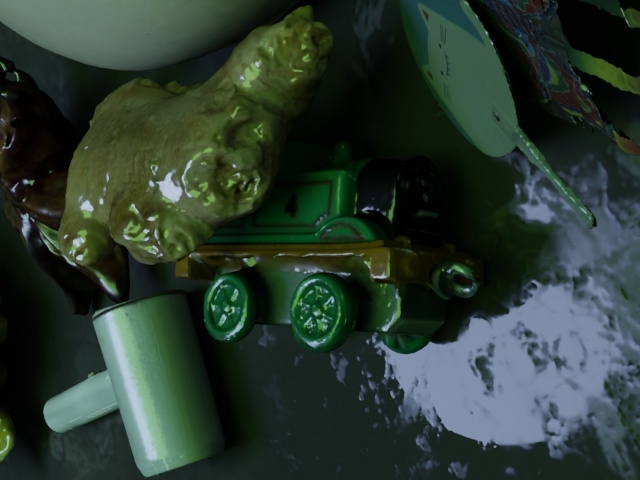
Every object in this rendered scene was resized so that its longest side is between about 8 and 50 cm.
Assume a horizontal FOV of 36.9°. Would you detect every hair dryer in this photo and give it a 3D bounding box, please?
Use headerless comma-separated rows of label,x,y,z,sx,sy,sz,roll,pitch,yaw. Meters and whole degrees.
hair dryer,-0.173,0.134,0.784,0.236,0.073,0.131,-26,78,45

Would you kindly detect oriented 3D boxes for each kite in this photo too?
kite,0.107,-0.074,0.392,0.015,0.152,0.285,-37,36,5

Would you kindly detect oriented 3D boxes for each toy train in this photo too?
toy train,0.000,0.000,0.589,0.228,0.091,0.136,-4,82,44

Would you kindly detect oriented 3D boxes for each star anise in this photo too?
star anise,-0.218,-0.063,0.786,0.272,0.103,0.272,44,152,30

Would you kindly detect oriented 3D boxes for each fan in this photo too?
fan,0.089,-0.071,0.499,0.175,0.005,0.113,57,171,28

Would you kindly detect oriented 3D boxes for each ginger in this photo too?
ginger,-0.076,-0.051,0.574,0.213,0.074,0.137,-15,64,33

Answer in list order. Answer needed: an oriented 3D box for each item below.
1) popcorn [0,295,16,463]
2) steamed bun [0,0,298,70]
popcorn,-0.384,0.119,0.906,0.217,0.181,0.235,36,123,33
steamed bun,-0.140,-0.293,0.591,0.374,0.241,0.374,6,99,47
